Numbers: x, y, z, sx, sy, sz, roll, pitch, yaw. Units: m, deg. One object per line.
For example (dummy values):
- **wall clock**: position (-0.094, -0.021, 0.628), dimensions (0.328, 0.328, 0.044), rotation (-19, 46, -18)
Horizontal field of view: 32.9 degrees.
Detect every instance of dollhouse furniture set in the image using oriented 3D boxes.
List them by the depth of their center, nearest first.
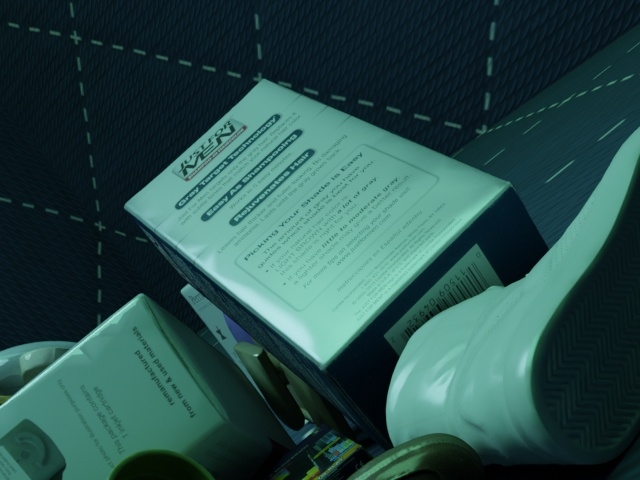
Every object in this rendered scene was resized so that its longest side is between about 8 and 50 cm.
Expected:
- **dollhouse furniture set**: position (0.040, 0.094, 0.992), dimensions (0.212, 0.161, 0.242), rotation (-40, 26, -23)

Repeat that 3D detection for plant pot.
- **plant pot**: position (-0.111, 0.188, 0.683), dimensions (0.079, 0.083, 0.083), rotation (-52, -6, 38)

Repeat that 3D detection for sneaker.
- **sneaker**: position (0.014, 0.176, 0.524), dimensions (0.188, 0.066, 0.071), rotation (-43, 20, 2)
- **sneaker**: position (0.149, 0.022, 0.642), dimensions (0.292, 0.108, 0.169), rotation (-42, 8, -34)

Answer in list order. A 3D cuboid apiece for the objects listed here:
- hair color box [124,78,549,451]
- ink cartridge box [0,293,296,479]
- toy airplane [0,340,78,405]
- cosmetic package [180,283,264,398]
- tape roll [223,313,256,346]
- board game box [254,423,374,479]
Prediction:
- **hair color box**: position (0.000, 0.000, 0.829), dimensions (0.174, 0.105, 0.347), rotation (-43, 35, -10)
- **ink cartridge box**: position (-0.184, 0.207, 0.836), dimensions (0.306, 0.131, 0.226), rotation (-40, -24, -1)
- **toy airplane**: position (-0.349, 0.245, 1.500), dimensions (0.386, 0.272, 0.384), rotation (-52, -23, 25)
- **cosmetic package**: position (-0.044, 0.074, 1.357), dimensions (0.151, 0.183, 0.151), rotation (-40, 3, -34)
- **tape roll**: position (-0.014, 0.055, 1.234), dimensions (0.189, 0.189, 0.080), rotation (-40, 4, -33)
- **board game box**: position (-0.037, 0.200, 0.728), dimensions (0.170, 0.048, 0.141), rotation (-39, 4, -11)
